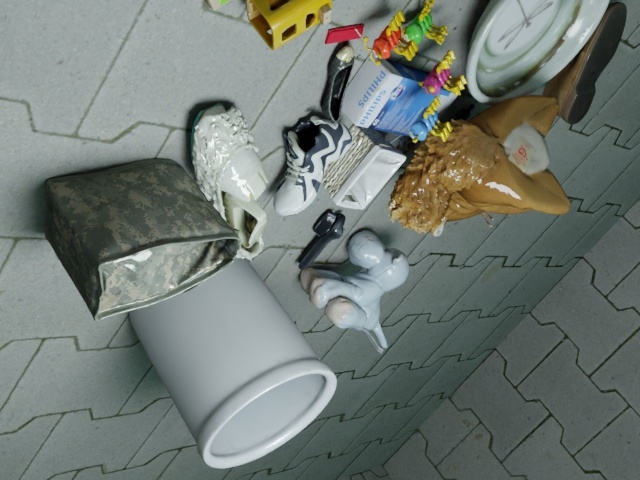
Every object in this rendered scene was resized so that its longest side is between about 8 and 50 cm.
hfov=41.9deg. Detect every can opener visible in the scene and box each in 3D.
[{"bbox_3d":[0.000,0.000,2.070,0.186,0.073,0.059,-53,-173,32],"label":"can opener"}]

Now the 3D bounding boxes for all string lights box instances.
[{"bbox_3d":[0.168,-0.301,1.782,0.260,0.076,0.133,3,131,-50],"label":"string lights box"}]

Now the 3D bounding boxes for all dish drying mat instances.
[{"bbox_3d":[0.046,-0.391,1.584,0.083,0.008,0.032,-19,147,-32],"label":"dish drying mat"}]

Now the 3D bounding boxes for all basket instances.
[{"bbox_3d":[0.086,-0.165,1.861,0.167,0.103,0.113,-50,150,22],"label":"basket"}]

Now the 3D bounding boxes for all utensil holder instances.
[{"bbox_3d":[-0.205,0.248,1.839,0.328,0.385,0.327,-28,150,-18],"label":"utensil holder"}]

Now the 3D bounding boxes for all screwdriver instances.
[{"bbox_3d":[0.384,-0.340,2.038,0.170,0.024,0.025,-45,-179,0],"label":"screwdriver"}]

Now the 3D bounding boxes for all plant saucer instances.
[{"bbox_3d":[0.455,-0.481,1.822,0.401,0.100,0.400,-29,150,-18],"label":"plant saucer"}]

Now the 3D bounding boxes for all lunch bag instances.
[{"bbox_3d":[-0.311,-0.016,1.486,0.287,0.235,0.168,-17,140,-33],"label":"lunch bag"}]

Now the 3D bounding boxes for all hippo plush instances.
[{"bbox_3d":[0.117,0.109,2.144,0.236,0.294,0.234,-51,172,7],"label":"hippo plush"}]

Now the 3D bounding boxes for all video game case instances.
[{"bbox_3d":[0.179,-0.219,1.984,0.122,0.011,0.087,-34,151,-6],"label":"video game case"}]

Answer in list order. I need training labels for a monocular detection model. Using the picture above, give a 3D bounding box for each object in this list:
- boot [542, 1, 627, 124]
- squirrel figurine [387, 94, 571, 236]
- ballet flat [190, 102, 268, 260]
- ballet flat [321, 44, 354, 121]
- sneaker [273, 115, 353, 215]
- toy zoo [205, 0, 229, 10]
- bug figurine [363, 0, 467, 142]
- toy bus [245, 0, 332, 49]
[{"bbox_3d":[0.629,-0.441,2.015,0.112,0.115,0.305,-7,130,-37],"label":"boot"},{"bbox_3d":[0.329,-0.151,1.967,0.397,0.280,0.370,-3,168,-28],"label":"squirrel figurine"},{"bbox_3d":[-0.159,-0.099,1.644,0.147,0.147,0.409,-27,151,-19],"label":"ballet flat"},{"bbox_3d":[0.041,-0.311,1.651,0.058,0.049,0.173,-22,148,-29],"label":"ballet flat"},{"bbox_3d":[-0.048,-0.161,1.725,0.235,0.094,0.153,-46,149,15],"label":"sneaker"},{"bbox_3d":[-0.072,-0.497,1.271,0.293,0.030,0.192,-34,151,-8],"label":"toy zoo"},{"bbox_3d":[0.192,-0.338,1.645,0.216,0.072,0.279,-53,128,-35],"label":"bug figurine"},{"bbox_3d":[-0.023,-0.394,1.347,0.191,0.104,0.202,-17,157,-52],"label":"toy bus"}]
